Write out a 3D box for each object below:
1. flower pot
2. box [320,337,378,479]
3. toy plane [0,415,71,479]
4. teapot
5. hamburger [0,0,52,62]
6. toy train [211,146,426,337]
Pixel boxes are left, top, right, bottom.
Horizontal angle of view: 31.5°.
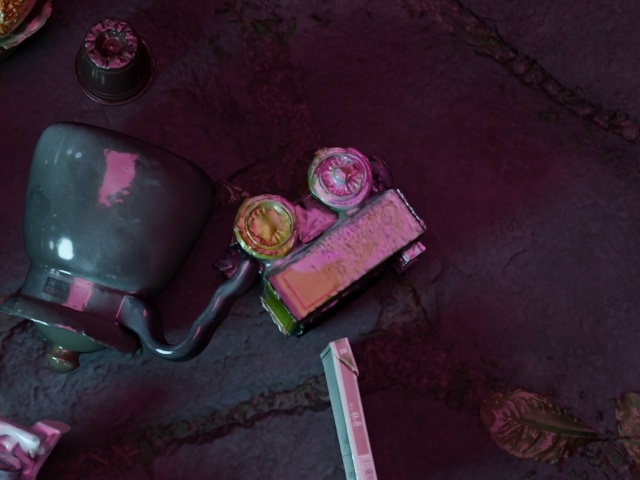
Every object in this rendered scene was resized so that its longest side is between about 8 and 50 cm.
[{"bbox_3d":[-0.273,-0.243,1.481,0.111,0.089,0.111,1,77,-5],"label":"flower pot"},{"bbox_3d":[0.037,0.224,1.386,0.029,0.109,0.198,-10,78,-8],"label":"box"},{"bbox_3d":[-0.358,0.333,1.316,0.266,0.122,0.267,0,93,0],"label":"toy plane"},{"bbox_3d":[-0.232,0.035,1.362,0.305,0.223,0.285,19,83,-1],"label":"teapot"},{"bbox_3d":[-0.489,-0.349,1.435,0.301,0.170,0.302,3,73,-11],"label":"hamburger"},{"bbox_3d":[0.000,0.000,1.425,0.260,0.134,0.177,-34,82,-12],"label":"toy train"}]
